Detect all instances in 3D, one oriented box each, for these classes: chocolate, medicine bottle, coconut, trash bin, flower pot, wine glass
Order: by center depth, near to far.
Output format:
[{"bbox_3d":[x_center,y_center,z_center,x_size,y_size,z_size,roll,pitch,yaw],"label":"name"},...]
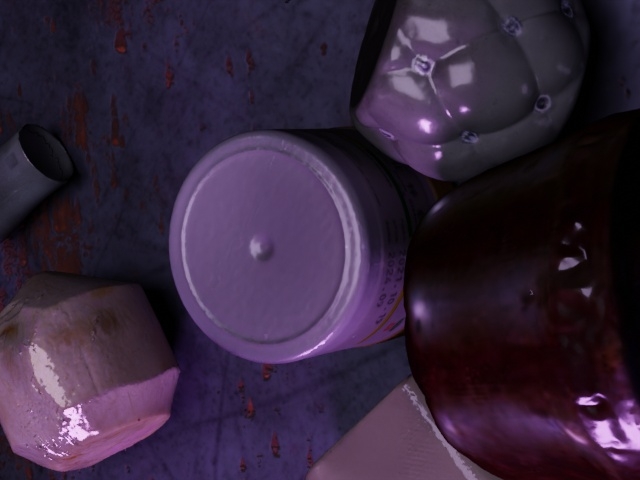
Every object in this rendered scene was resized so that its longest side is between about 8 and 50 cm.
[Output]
[{"bbox_3d":[0.239,0.053,1.371,0.331,0.384,0.383,-2,93,37],"label":"chocolate"},{"bbox_3d":[0.145,-0.176,1.464,0.195,0.246,0.246,16,104,-7],"label":"flower pot"},{"bbox_3d":[0.000,0.000,1.563,0.238,0.232,0.237,2,95,29],"label":"medicine bottle"},{"bbox_3d":[0.129,0.285,1.578,0.243,0.121,0.247,-47,67,24],"label":"trash bin"},{"bbox_3d":[-0.291,0.143,1.760,0.241,0.241,0.241,2,95,30],"label":"coconut"},{"bbox_3d":[-0.417,-0.047,1.880,0.231,0.103,0.103,-35,76,25],"label":"wine glass"}]

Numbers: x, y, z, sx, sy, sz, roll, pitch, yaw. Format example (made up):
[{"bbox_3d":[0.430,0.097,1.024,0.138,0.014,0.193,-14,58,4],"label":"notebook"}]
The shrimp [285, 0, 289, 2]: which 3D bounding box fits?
[{"bbox_3d":[0.076,-0.328,1.565,0.343,0.116,0.145,-20,60,33],"label":"shrimp"}]
